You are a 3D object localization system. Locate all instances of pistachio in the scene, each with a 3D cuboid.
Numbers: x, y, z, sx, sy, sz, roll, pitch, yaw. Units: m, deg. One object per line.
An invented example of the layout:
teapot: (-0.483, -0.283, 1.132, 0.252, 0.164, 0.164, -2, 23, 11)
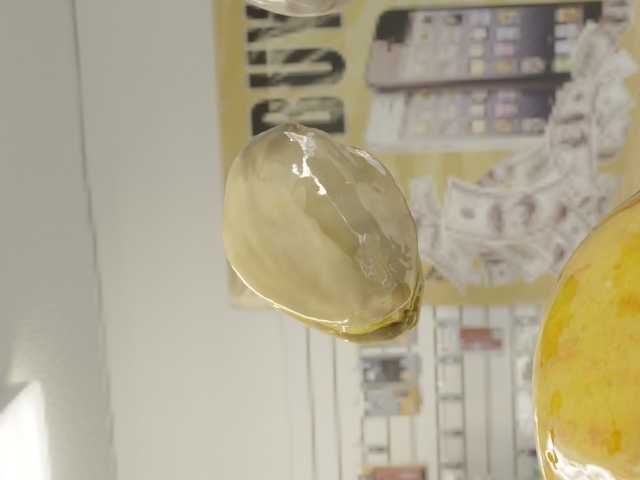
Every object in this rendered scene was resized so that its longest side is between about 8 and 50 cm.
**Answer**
pistachio: (0.000, 0.000, 0.958, 0.201, 0.145, 0.117, 59, 171, 22)

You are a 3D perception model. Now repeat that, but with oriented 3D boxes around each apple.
apple: (0.289, 0.090, 0.738, 0.299, 0.275, 0.299, 8, -101, -42)

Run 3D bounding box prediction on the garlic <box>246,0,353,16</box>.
garlic: (-0.056, -0.211, 0.640, 0.257, 0.207, 0.207, -67, -25, -83)
